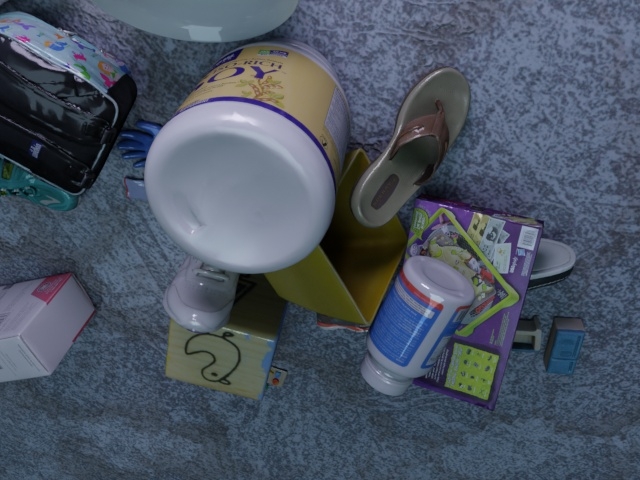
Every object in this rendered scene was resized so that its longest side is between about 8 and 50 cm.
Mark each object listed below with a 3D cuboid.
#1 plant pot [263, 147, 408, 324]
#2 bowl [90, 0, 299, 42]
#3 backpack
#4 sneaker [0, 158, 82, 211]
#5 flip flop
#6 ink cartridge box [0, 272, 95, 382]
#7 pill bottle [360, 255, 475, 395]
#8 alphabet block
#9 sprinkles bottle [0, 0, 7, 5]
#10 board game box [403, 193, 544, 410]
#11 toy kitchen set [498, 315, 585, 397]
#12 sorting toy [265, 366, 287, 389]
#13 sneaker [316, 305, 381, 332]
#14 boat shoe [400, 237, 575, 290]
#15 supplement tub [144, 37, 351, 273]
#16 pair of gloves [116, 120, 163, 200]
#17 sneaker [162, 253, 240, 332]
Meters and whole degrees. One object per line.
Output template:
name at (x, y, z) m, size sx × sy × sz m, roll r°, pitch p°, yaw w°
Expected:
plant pot at (0.000, 0.000, 1.019) m, size 0.187 × 0.212 × 0.212 m, roll -6°, pitch 129°, yaw 37°
bowl at (-0.170, -0.389, 0.770) m, size 0.298 × 0.134 × 0.298 m, roll 2°, pitch 169°, yaw 0°
backpack at (-0.436, -0.225, 0.931) m, size 0.254 × 0.191 × 0.225 m, roll 26°, pitch 123°, yaw -19°
sneaker at (-0.579, -0.108, 1.090) m, size 0.276 × 0.110 × 0.107 m, roll 18°, pitch 126°, yaw -5°
flip flop at (0.146, -0.137, 0.913) m, size 0.112 × 0.080 × 0.277 m, roll 36°, pitch 89°, yaw -23°
ink cartridge box at (-0.660, 0.190, 1.259) m, size 0.283 × 0.207 × 0.117 m, roll -11°, pitch 121°, yaw 17°
pill bottle at (0.149, 0.145, 0.981) m, size 0.124 × 0.124 × 0.221 m, roll 22°, pitch 116°, yaw -7°
alphabet block at (-0.176, 0.166, 1.173) m, size 0.197 × 0.193 × 0.192 m, roll 14°, pitch 125°, yaw -1°
sprinkles bottle at (-0.545, -0.377, 0.881) m, size 0.356 × 0.121 × 0.121 m, roll -21°, pitch 120°, yaw 22°
board game box at (0.236, 0.108, 1.025) m, size 0.208 × 0.056 × 0.346 m, roll 14°, pitch 112°, yaw 15°
toy kitchen set at (0.401, 0.243, 1.150) m, size 0.207 × 0.166 × 0.122 m, roll 3°, pitch 126°, yaw 8°
sorting toy at (-0.115, 0.326, 1.389) m, size 0.062 × 0.012 × 0.083 m, roll 16°, pitch 126°, yaw -3°
sneaker at (0.063, 0.143, 1.202) m, size 0.158 × 0.061 × 0.064 m, roll -7°, pitch 118°, yaw 13°
boat shoe at (0.302, 0.065, 1.079) m, size 0.303 × 0.114 × 0.091 m, roll -5°, pitch 125°, yaw 27°
supplement tub at (-0.083, -0.138, 0.850) m, size 0.241 × 0.331 × 0.241 m, roll 4°, pitch 126°, yaw 6°
pair of gloves at (-0.288, -0.121, 1.088) m, size 0.159 × 0.023 × 0.198 m, roll 9°, pitch 126°, yaw 3°
sneaker at (-0.187, 0.028, 1.008) m, size 0.114 × 0.305 × 0.152 m, roll 14°, pitch 122°, yaw -8°
